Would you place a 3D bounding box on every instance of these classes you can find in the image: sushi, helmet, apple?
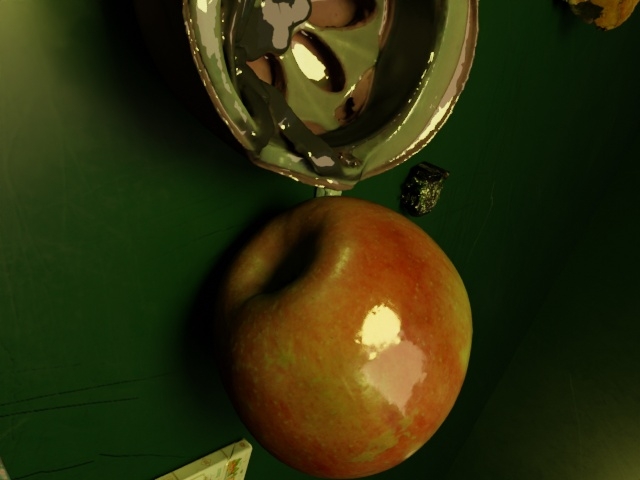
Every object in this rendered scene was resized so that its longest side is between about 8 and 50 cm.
[{"bbox_3d":[0.187,-0.091,0.853,0.084,0.056,0.083,-30,140,-38],"label":"sushi"},{"bbox_3d":[-0.015,-0.200,0.416,0.338,0.197,0.271,-5,122,-52],"label":"helmet"},{"bbox_3d":[0.016,0.104,0.556,0.277,0.319,0.319,43,76,-24],"label":"apple"}]

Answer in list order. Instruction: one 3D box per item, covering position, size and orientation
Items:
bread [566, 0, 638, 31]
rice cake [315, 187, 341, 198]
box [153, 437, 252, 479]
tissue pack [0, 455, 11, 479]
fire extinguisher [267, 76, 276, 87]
[{"bbox_3d":[0.657,-0.629,1.013,0.344,0.148,0.195,-48,130,-19],"label":"bread"},{"bbox_3d":[0.000,0.000,0.696,0.042,0.030,0.180,-21,127,-49],"label":"rice cake"},{"bbox_3d":[-0.206,0.392,0.686,0.220,0.032,0.122,-2,113,-50],"label":"box"},{"bbox_3d":[-0.301,0.224,0.365,0.065,0.155,0.116,19,97,-52],"label":"tissue pack"},{"bbox_3d":[-0.058,-0.177,0.527,0.083,0.022,0.028,-44,102,-23],"label":"fire extinguisher"}]
